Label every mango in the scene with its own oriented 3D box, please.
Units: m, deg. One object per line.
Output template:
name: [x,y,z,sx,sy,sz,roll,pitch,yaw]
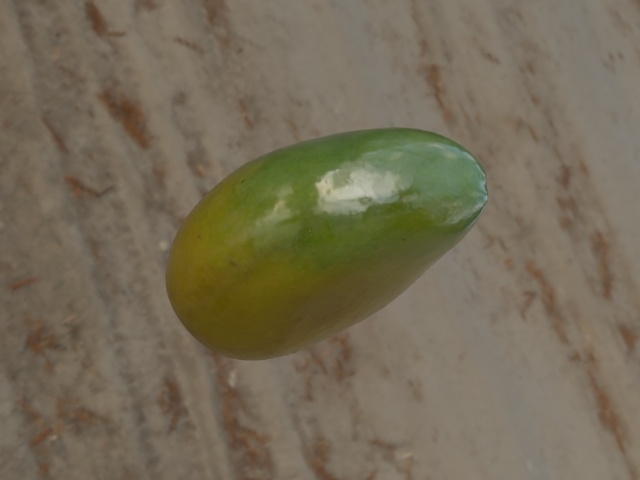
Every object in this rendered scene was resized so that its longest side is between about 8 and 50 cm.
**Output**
mango: [0.000,0.000,0.682,0.130,0.195,0.092,21,54,-50]
